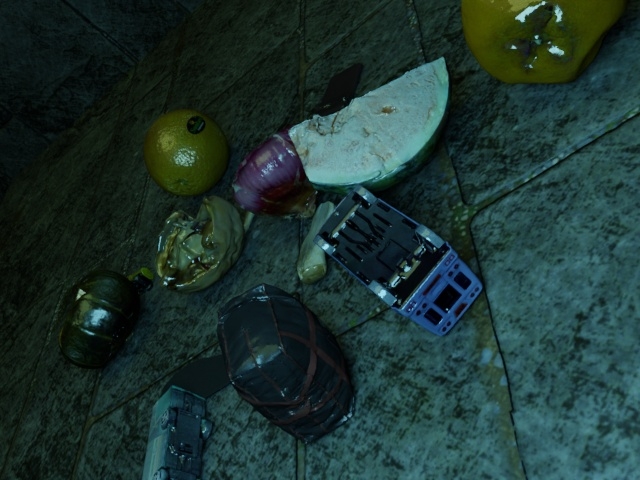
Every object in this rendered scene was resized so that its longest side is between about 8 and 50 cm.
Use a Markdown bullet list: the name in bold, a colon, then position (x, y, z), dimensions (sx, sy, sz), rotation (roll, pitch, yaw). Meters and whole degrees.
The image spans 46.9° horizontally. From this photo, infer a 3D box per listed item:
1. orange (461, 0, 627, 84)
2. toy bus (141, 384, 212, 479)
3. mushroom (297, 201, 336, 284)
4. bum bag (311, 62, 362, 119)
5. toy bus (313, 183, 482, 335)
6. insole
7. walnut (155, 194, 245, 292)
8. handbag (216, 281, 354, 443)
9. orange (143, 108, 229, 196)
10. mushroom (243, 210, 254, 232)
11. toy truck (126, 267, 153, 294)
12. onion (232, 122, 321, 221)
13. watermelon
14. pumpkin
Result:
- **orange**: position (0.329, -0.346, 1.117), dimensions (0.249, 0.249, 0.183), rotation (-26, 22, 35)
- **toy bus**: position (-0.252, 0.378, 1.270), dimensions (0.109, 0.091, 0.261), rotation (-44, 29, 31)
- **mushroom**: position (-0.003, 0.001, 1.385), dimensions (0.059, 0.054, 0.202), rotation (-23, 35, 29)
- **bum bag**: position (0.039, -0.342, 1.707), dimensions (0.109, 0.026, 0.159), rotation (-18, 44, 43)
- **toy bus**: position (0.109, 0.025, 1.130), dimensions (0.125, 0.133, 0.292), rotation (-51, 33, 0)
- **insole**: position (-0.205, 0.255, 1.405), dimensions (0.309, 0.012, 0.110), rotation (-30, 37, 30)
- **walnut**: position (-0.252, 0.021, 1.595), dimensions (0.238, 0.141, 0.204), rotation (-16, 62, 49)
- **handbag**: position (-0.050, 0.183, 1.094), dimensions (0.155, 0.215, 0.169), rotation (-33, 38, 12)
- **orange**: position (-0.344, -0.226, 1.894), dimensions (0.236, 0.236, 0.236), rotation (-33, 36, 27)
- **mushroom**: position (-0.106, -0.126, 1.661), dimensions (0.306, 0.043, 0.068), rotation (-52, 12, 1)
- **toy truck**: position (-0.462, 0.108, 1.853), dimensions (0.083, 0.049, 0.054), rotation (-31, 35, 28)
- **onion**: position (-0.060, -0.118, 1.469), dimensions (0.230, 0.230, 0.163), rotation (-39, 71, 19)
- **watermelon**: position (0.111, -0.187, 1.299), dimensions (0.305, 0.180, 0.224), rotation (-28, 21, 3)
- **pumpkin**: position (-0.511, 0.186, 1.726), dimensions (0.238, 0.159, 0.238), rotation (-54, 24, 38)
